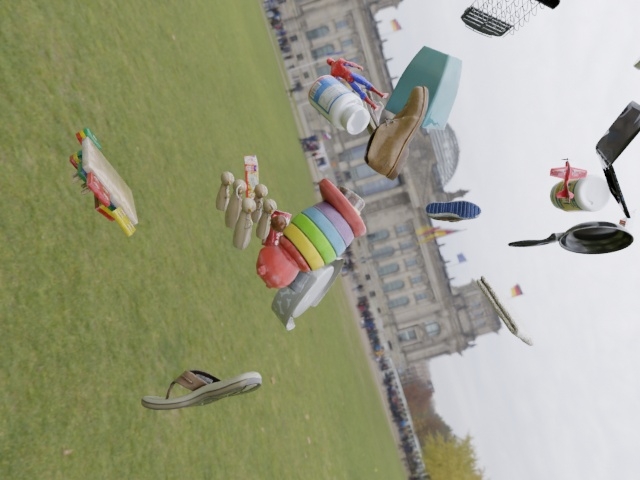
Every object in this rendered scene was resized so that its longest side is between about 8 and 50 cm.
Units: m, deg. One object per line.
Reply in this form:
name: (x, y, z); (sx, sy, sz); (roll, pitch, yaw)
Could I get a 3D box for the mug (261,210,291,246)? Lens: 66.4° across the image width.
mug: (-0.216, -0.053, 2.215); (0.150, 0.113, 0.169); (12, 93, -58)

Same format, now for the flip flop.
flip flop: (-0.261, 0.317, 1.074); (0.112, 0.277, 0.080); (35, 38, -65)

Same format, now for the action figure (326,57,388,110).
action figure: (0.144, -0.617, 1.893); (0.280, 0.091, 0.139); (41, 31, 10)

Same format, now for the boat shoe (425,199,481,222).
boat shoe: (0.457, -0.096, 1.671); (0.066, 0.183, 0.066); (52, 51, -57)

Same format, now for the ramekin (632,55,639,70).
ramekin: (1.026, -0.564, 1.354); (0.127, 0.273, 0.273); (41, -3, 10)

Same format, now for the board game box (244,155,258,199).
board game box: (-0.237, -0.185, 1.694); (0.146, 0.045, 0.193); (-116, -154, -68)

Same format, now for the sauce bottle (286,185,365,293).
sauce bottle: (0.000, 0.000, 1.484); (0.111, 0.344, 0.111); (35, -1, 1)

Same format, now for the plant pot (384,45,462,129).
plant pot: (0.362, -0.516, 1.646); (0.165, 0.166, 0.234); (36, -61, 30)

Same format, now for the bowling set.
bowling set: (-0.184, -0.104, 1.437); (0.287, 0.200, 0.154); (52, -46, 46)

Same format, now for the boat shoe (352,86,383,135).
boat shoe: (0.210, -0.529, 1.974); (0.095, 0.095, 0.257); (65, 5, -66)

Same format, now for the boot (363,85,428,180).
boot: (0.227, -0.339, 1.450); (0.112, 0.115, 0.305); (152, -38, -79)

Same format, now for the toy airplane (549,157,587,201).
toy airplane: (0.825, -0.201, 1.636); (0.028, 0.151, 0.151); (179, -107, -75)

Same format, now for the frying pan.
frying pan: (0.779, 0.003, 1.513); (0.197, 0.326, 0.053); (29, 61, -38)

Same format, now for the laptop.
laptop: (0.891, -0.237, 1.409); (0.264, 0.137, 0.234); (62, 28, -14)

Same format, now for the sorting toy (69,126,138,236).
sorting toy: (-0.380, -0.092, 0.850); (0.274, 0.046, 0.132); (52, -8, 50)

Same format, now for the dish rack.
dish rack: (0.595, -0.745, 1.575); (0.271, 0.208, 0.074); (147, -45, -62)

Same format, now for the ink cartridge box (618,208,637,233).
ink cartridge box: (1.217, -0.071, 1.947); (0.029, 0.063, 0.115); (34, -44, 52)

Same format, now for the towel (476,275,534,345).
towel: (0.713, 0.271, 1.895); (0.187, 0.049, 0.282); (30, 27, -43)

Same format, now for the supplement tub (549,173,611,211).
supplement tub: (1.014, -0.181, 1.921); (0.200, 0.145, 0.144); (-162, -126, -83)

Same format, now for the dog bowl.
dog bowl: (-0.054, 0.178, 1.883); (0.102, 0.348, 0.349); (37, -6, 14)

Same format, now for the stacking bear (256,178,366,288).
stacking bear: (-0.041, 0.009, 1.262); (0.164, 0.289, 0.175); (47, -10, 24)

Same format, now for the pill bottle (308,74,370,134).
pill bottle: (0.064, -0.445, 1.623); (0.221, 0.124, 0.124); (51, -10, 34)
